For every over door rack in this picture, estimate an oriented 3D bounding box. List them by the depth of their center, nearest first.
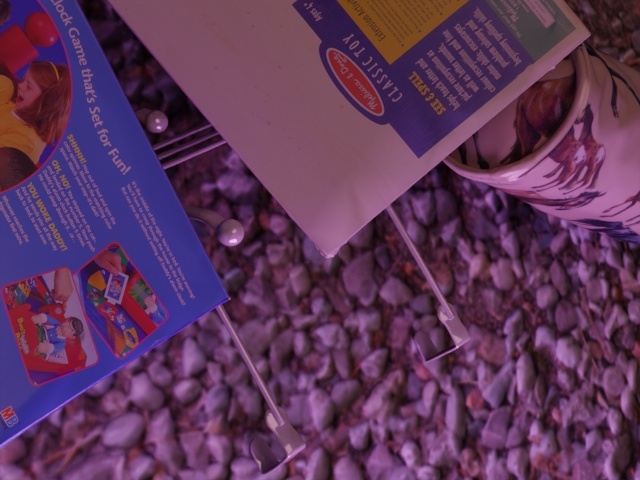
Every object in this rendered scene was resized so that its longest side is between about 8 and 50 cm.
[{"bbox_3d":[0.000,0.000,1.051,0.239,0.108,0.324,-27,98,-36],"label":"over door rack"}]

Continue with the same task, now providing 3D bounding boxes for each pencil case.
[{"bbox_3d":[0.272,-0.105,1.188,0.410,0.160,0.183,16,74,-49],"label":"pencil case"}]

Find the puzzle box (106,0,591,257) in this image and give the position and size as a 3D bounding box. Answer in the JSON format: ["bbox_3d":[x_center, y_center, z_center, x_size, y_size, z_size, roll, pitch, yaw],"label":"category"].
[{"bbox_3d":[-0.025,-0.224,0.946,0.272,0.052,0.409,-40,91,-4],"label":"puzzle box"}]

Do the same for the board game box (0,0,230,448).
[{"bbox_3d":[-0.245,-0.050,0.893,0.233,0.078,0.347,-33,101,-36],"label":"board game box"}]
